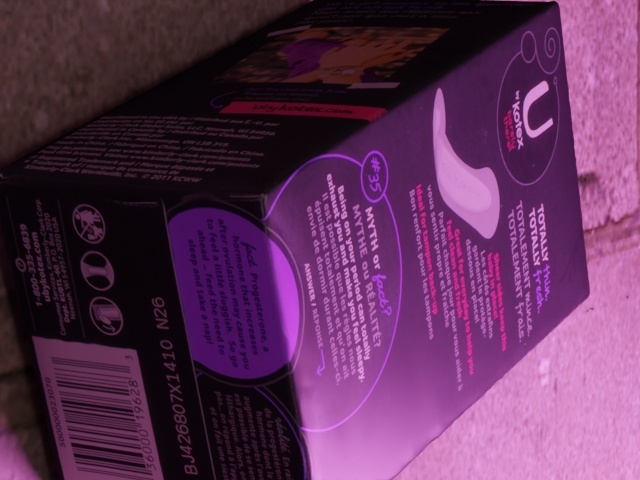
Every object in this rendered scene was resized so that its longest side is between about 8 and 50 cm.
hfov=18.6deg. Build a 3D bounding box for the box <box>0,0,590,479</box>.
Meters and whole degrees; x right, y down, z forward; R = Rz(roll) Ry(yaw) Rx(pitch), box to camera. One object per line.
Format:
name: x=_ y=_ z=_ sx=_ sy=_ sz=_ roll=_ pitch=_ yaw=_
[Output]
box: x=0.000 y=0.000 z=0.906 sx=0.270 sy=0.143 sz=0.165 roll=-34 pitch=123 yaw=-50
